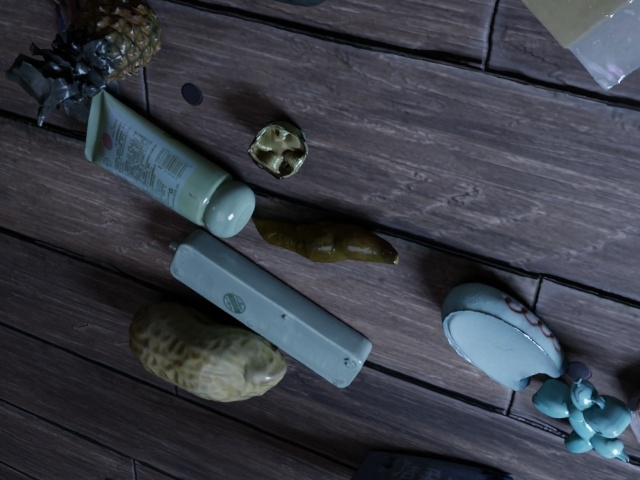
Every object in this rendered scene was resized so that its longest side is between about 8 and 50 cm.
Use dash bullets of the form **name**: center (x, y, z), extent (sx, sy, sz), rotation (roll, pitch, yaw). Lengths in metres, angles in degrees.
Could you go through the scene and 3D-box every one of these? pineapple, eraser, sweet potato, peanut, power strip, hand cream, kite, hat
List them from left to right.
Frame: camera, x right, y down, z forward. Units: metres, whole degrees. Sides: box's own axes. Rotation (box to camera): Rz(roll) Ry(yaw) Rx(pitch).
- **pineapple**: center (-0.324, -0.254, 1.164), extent (0.128, 0.248, 0.128), rotation (14, 129, 18)
- **kite**: center (-0.368, -0.277, 1.333), extent (0.141, 0.015, 0.245), rotation (14, 130, 19)
- **hand cream**: center (-0.246, -0.110, 1.333), extent (0.305, 0.093, 0.147), rotation (31, 132, 10)
- **peanut**: center (-0.203, 0.197, 1.490), extent (0.325, 0.153, 0.140), rotation (13, 98, 26)
- **power strip**: center (-0.094, 0.106, 1.422), extent (0.385, 0.062, 0.091), rotation (34, 134, 4)
- **hat**: center (-0.056, -0.135, 1.224), extent (0.077, 0.059, 0.076), rotation (35, 118, -4)
- **sweet potato**: center (0.000, 0.000, 1.288), extent (0.273, 0.067, 0.067), rotation (11, 128, 30)
- **eraser**: center (0.246, -0.328, 0.884), extent (0.343, 0.078, 0.144), rotation (45, 135, -6)

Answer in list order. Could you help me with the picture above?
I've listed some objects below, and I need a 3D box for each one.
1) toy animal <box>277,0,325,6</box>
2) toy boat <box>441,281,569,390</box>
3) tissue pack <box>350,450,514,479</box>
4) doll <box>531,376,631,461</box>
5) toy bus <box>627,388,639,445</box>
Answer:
- **toy animal**: center (-0.028, -0.375, 0.987), extent (0.146, 0.114, 0.245), rotation (34, 134, 6)
- **toy boat**: center (0.264, 0.133, 1.233), extent (0.207, 0.079, 0.134), rotation (39, 142, -15)
- **tissue pack**: center (0.131, 0.525, 1.370), extent (0.288, 0.394, 0.124), rotation (4, 123, 30)
- **doll**: center (0.380, 0.250, 1.210), extent (0.159, 0.059, 0.158), rotation (55, 161, -17)
- **toy bus**: center (0.491, 0.277, 1.192), extent (0.077, 0.079, 0.174), rotation (-11, 117, 47)
